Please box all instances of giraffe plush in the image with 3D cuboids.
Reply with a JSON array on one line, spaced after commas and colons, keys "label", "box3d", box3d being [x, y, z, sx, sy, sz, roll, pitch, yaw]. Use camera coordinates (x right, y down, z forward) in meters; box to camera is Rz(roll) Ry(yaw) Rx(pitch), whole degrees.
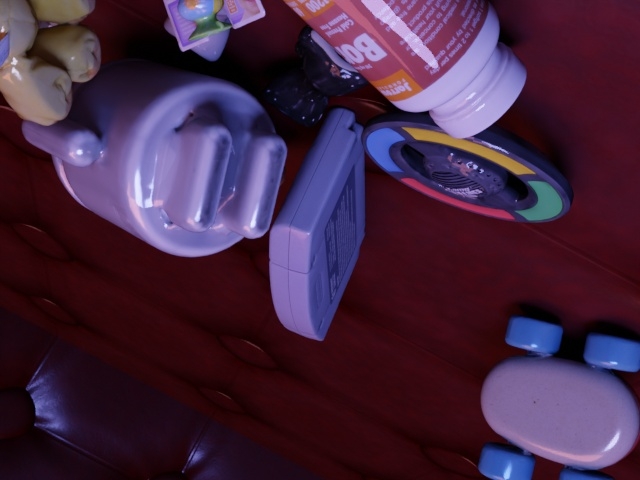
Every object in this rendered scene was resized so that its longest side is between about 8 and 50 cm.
[{"label": "giraffe plush", "box3d": [-0.317, -0.190, 0.813, 0.171, 0.210, 0.181, 7, 118, 15]}]

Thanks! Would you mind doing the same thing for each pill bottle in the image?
[{"label": "pill bottle", "box3d": [0.073, -0.189, 0.788, 0.216, 0.121, 0.121, 40, 153, -23]}]

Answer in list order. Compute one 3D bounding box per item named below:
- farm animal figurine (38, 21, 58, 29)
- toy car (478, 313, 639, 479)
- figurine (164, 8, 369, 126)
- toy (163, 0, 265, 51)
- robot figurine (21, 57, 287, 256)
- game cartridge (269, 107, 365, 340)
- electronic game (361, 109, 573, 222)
[{"label": "farm animal figurine", "box3d": [-0.395, -0.367, 0.894, 0.327, 0.172, 0.330, 12, 145, 5]}, {"label": "toy car", "box3d": [0.354, 0.230, 1.281, 0.210, 0.219, 0.238, 11, 179, 31]}, {"label": "figurine", "box3d": [-0.056, -0.206, 0.938, 0.215, 0.092, 0.209, 34, 159, -10]}, {"label": "toy", "box3d": [-0.141, -0.282, 0.780, 0.137, 0.056, 0.237, -6, 111, 51]}, {"label": "robot figurine", "box3d": [-0.186, -0.103, 1.077, 0.300, 0.199, 0.353, 11, -172, -40]}, {"label": "game cartridge", "box3d": [0.000, 0.000, 1.134, 0.062, 0.198, 0.297, 22, 154, 14]}, {"label": "electronic game", "box3d": [0.151, -0.074, 0.968, 0.229, 0.048, 0.229, 21, 168, 5]}]
